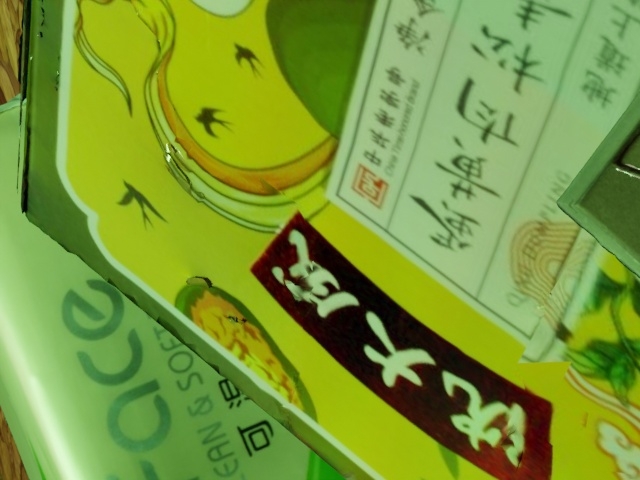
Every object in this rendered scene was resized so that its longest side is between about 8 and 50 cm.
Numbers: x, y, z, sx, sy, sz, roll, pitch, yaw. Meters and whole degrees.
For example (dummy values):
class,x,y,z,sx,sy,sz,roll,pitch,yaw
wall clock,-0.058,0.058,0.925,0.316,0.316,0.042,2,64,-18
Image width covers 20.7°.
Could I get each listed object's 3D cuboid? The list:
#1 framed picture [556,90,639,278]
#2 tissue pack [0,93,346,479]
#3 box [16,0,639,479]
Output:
class,x,y,z,sx,sy,sz,roll,pitch,yaw
framed picture,0.134,0.010,0.419,0.149,0.011,0.109,43,144,9
tissue pack,-0.087,0.124,1.130,0.332,0.205,0.405,95,152,-73
box,0.087,-0.063,0.532,0.373,0.138,0.420,37,143,17
